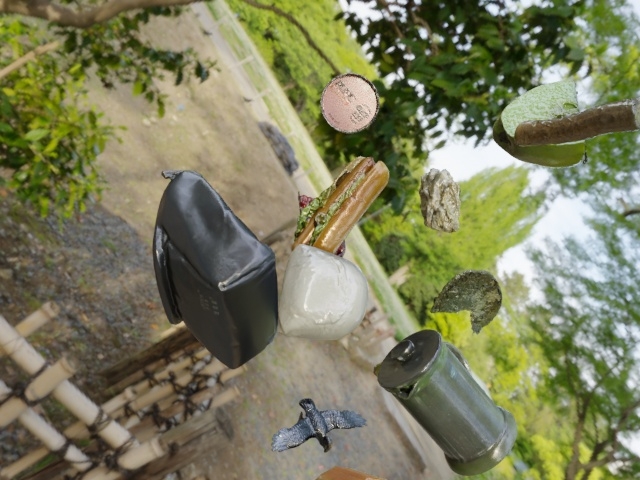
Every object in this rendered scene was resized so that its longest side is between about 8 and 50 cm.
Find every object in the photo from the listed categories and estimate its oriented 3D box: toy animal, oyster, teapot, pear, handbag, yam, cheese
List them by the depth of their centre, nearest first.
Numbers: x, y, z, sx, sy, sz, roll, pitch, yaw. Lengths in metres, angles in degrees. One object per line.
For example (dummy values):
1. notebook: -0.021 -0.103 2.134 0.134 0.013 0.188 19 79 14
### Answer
1. handbag: -0.208 0.057 1.096 0.275 0.178 0.301 40 -28 24
2. toy animal: -0.008 0.365 1.223 0.108 0.220 0.062 39 -53 52
3. cheese: 0.008 0.121 1.309 0.154 0.189 0.197 125 -23 -68
4. yam: 0.611 -0.277 1.489 0.081 0.081 0.357 58 -22 -18
5. teapot: 0.300 0.355 1.496 0.337 0.200 0.270 49 39 -15
6. oyster: 0.290 -0.100 1.582 0.072 0.133 0.208 15 64 -37
7. pear: 0.640 -0.312 1.814 0.159 0.293 0.292 69 -4 -51

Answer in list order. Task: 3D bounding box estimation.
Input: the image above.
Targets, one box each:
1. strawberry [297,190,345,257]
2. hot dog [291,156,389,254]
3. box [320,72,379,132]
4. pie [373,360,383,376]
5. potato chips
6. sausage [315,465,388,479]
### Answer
1. strawberry: 0.001 0.010 1.933 0.280 0.150 0.253 89 -2 -50
2. hot dog: 0.042 -0.081 1.572 0.135 0.337 0.100 26 -17 43
3. box: 0.074 -0.356 1.637 0.151 0.151 0.135 59 3 -6
4. pie: 0.206 0.401 1.957 0.084 0.085 0.020 55 5 -44
5. potato chips: 0.435 0.181 1.793 0.220 0.202 0.029 41 11 -28
6. sausage: 0.093 0.706 1.571 0.233 0.233 0.287 60 -20 7
